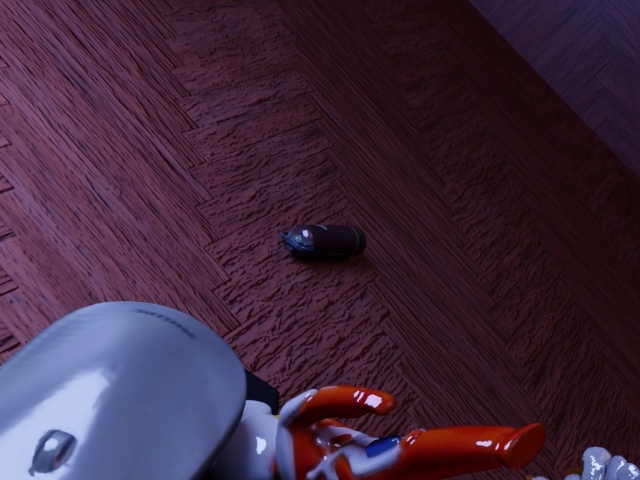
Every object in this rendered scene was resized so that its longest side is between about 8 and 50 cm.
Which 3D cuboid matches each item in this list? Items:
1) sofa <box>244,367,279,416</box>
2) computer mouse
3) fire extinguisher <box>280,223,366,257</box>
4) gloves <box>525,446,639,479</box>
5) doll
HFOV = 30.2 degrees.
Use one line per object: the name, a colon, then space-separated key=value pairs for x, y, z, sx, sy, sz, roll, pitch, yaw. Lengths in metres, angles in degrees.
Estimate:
sofa: x=-0.098 y=0.150 z=1.182 sx=0.118 sy=0.039 sz=0.060 roll=36 pitch=29 yaw=-19
computer mouse: x=-0.178 y=0.141 z=0.965 sx=0.197 sy=0.095 sz=0.331 roll=19 pitch=27 yaw=9
fire extinguisher: x=0.000 y=0.000 z=1.535 sx=0.064 sy=0.043 sz=0.158 roll=25 pitch=13 yaw=32
gloves: x=0.328 y=0.346 z=1.423 sx=0.218 sy=0.140 sz=0.131 roll=-69 pitch=146 yaw=-77
doll: x=0.032 y=0.204 z=1.001 sx=0.099 sy=0.384 sz=0.188 roll=-30 pitch=114 yaw=-43
